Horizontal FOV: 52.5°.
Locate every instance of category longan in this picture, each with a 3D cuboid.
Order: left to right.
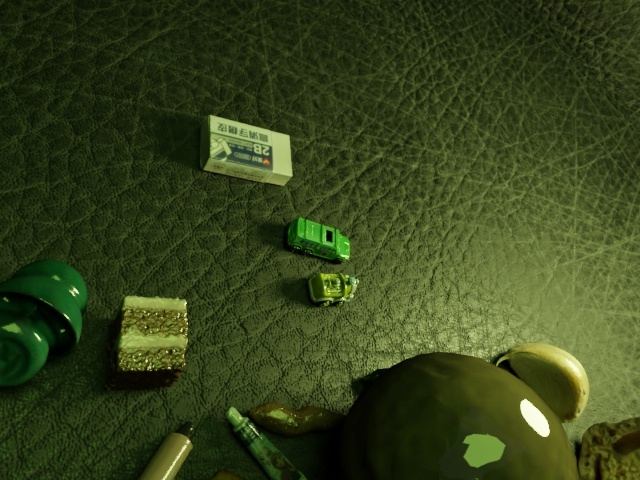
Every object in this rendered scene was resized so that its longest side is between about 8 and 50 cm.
[{"bbox_3d":[0.253,0.405,1.233,0.435,0.404,0.404,13,58,-24],"label":"longan"}]

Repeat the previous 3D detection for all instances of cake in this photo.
[{"bbox_3d":[-0.315,0.183,1.169,0.134,0.135,0.147,2,64,-28],"label":"cake"}]

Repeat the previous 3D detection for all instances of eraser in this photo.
[{"bbox_3d":[-0.173,-0.209,1.522,0.210,0.068,0.125,10,59,-28],"label":"eraser"}]

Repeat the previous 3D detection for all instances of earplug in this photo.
[{"bbox_3d":[-0.526,0.133,1.085,0.257,0.164,0.280,9,38,15],"label":"earplug"}]

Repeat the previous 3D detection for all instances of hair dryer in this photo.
[{"bbox_3d":[-0.304,0.423,1.070,0.189,0.107,0.344,11,31,12],"label":"hair dryer"}]

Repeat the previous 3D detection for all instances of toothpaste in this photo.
[{"bbox_3d":[-0.107,0.403,1.241,0.216,0.037,0.062,51,49,-4],"label":"toothpaste"}]

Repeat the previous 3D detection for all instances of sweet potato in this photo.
[{"bbox_3d":[-0.039,0.359,1.296,0.218,0.051,0.065,12,56,-26],"label":"sweet potato"}]

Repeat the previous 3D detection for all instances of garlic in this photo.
[{"bbox_3d":[0.576,0.348,1.649,0.164,0.145,0.245,-44,89,-9],"label":"garlic"}]

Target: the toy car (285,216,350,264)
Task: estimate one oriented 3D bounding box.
[{"bbox_3d":[0.000,0.000,1.514,0.165,0.062,0.071,17,56,-23],"label":"toy car"}]

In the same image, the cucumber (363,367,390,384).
[{"bbox_3d":[0.233,0.334,1.466,0.300,0.072,0.072,17,57,-23],"label":"cucumber"}]

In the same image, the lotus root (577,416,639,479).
[{"bbox_3d":[0.791,0.603,1.531,0.250,0.316,0.316,43,50,-15],"label":"lotus root"}]

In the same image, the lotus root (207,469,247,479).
[{"bbox_3d":[-0.161,0.528,1.049,0.193,0.193,0.291,20,50,-21],"label":"lotus root"}]

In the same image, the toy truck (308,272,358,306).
[{"bbox_3d":[0.035,0.103,1.468,0.111,0.077,0.076,0,65,-32],"label":"toy truck"}]
